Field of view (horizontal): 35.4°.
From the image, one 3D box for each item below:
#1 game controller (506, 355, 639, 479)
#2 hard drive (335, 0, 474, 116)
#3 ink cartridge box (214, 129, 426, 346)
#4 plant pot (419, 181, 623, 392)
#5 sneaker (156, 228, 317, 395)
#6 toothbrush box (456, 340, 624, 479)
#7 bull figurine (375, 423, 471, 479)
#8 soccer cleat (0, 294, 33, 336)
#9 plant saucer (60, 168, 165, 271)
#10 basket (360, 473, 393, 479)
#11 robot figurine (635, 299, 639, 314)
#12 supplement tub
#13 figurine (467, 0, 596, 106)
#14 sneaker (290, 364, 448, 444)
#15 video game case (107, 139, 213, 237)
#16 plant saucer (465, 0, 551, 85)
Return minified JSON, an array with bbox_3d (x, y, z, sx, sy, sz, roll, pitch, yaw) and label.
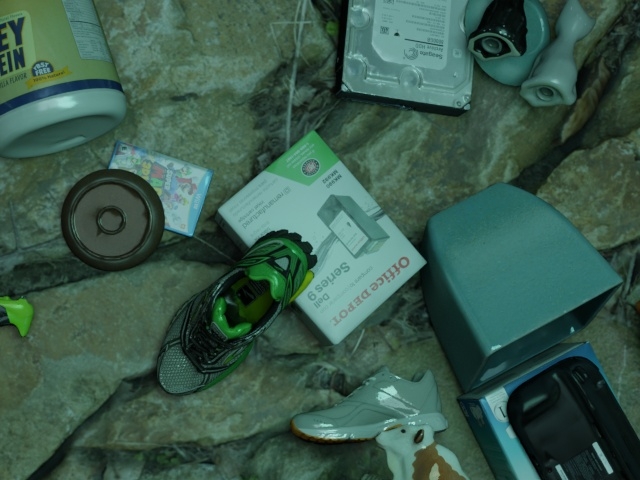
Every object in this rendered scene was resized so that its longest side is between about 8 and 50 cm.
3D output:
[{"bbox_3d":[0.426,0.347,1.576,0.166,0.067,0.319,-29,88,2],"label":"game controller"},{"bbox_3d":[0.154,-0.398,1.736,0.237,0.064,0.339,8,83,-12],"label":"hard drive"},{"bbox_3d":[0.000,0.000,1.641,0.211,0.121,0.289,-42,91,-10],"label":"ink cartridge box"},{"bbox_3d":[0.288,0.058,1.625,0.248,0.247,0.252,-27,71,-11],"label":"plant pot"},{"bbox_3d":[-0.155,0.122,1.539,0.134,0.146,0.343,42,117,3],"label":"sneaker"},{"bbox_3d":[0.396,0.345,1.657,0.216,0.126,0.295,-26,87,-12],"label":"toothbrush box"},{"bbox_3d":[0.170,0.397,1.365,0.310,0.101,0.188,42,81,1],"label":"bull figurine"},{"bbox_3d":[-0.544,0.114,1.577,0.179,0.060,0.072,8,83,-10],"label":"soccer cleat"},{"bbox_3d":[-0.338,-0.033,1.629,0.168,0.029,0.168,0,91,-7],"label":"plant saucer"},{"bbox_3d":[0.129,0.572,1.517,0.331,0.266,0.328,38,79,-2],"label":"basket"},{"bbox_3d":[0.637,0.174,1.716,0.219,0.128,0.158,47,51,0],"label":"robot figurine"},{"bbox_3d":[-0.451,-0.308,1.557,0.228,0.228,0.316,-18,86,-10],"label":"supplement tub"},{"bbox_3d":[0.373,-0.361,1.700,0.215,0.092,0.209,36,65,-23],"label":"figurine"},{"bbox_3d":[0.075,0.268,1.643,0.262,0.099,0.121,-2,76,-17],"label":"sneaker"},{"bbox_3d":[-0.274,-0.085,1.665,0.166,0.015,0.119,18,80,-6],"label":"video game case"},{"bbox_3d":[0.340,-0.369,1.749,0.195,0.037,0.195,3,84,-30],"label":"plant saucer"}]
